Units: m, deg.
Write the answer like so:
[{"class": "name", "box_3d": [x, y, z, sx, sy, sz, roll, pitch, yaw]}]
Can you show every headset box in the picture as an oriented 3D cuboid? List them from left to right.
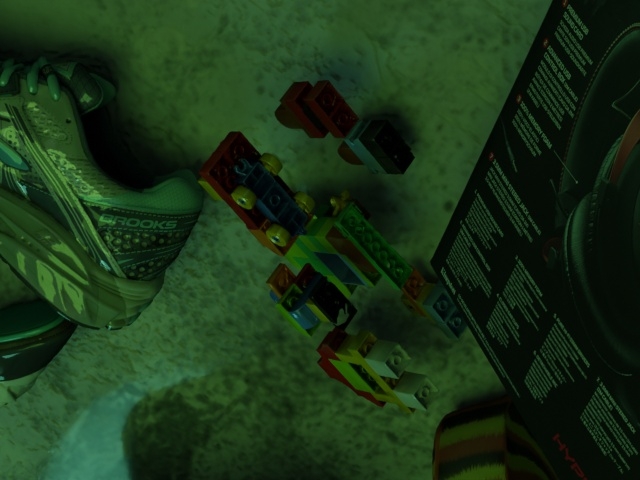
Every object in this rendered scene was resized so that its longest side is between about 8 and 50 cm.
[{"class": "headset box", "box_3d": [0.187, -0.028, 0.694, 0.110, 0.218, 0.293, 1, 130, -27]}]

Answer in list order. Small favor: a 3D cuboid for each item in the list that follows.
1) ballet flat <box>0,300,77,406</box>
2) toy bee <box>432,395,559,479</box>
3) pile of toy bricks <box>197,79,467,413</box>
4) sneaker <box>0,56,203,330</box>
[{"class": "ballet flat", "box_3d": [-0.242, 0.081, 1.034, 0.203, 0.074, 0.074, -3, 117, 31]}, {"class": "toy bee", "box_3d": [0.158, 0.250, 0.911, 0.298, 0.162, 0.195, 42, 124, -5]}, {"class": "pile of toy bricks", "box_3d": [0.000, 0.000, 0.880, 0.105, 0.118, 0.212, 5, 142, 52]}, {"class": "sneaker", "box_3d": [-0.192, -0.078, 0.917, 0.283, 0.110, 0.122, 40, 108, -6]}]
